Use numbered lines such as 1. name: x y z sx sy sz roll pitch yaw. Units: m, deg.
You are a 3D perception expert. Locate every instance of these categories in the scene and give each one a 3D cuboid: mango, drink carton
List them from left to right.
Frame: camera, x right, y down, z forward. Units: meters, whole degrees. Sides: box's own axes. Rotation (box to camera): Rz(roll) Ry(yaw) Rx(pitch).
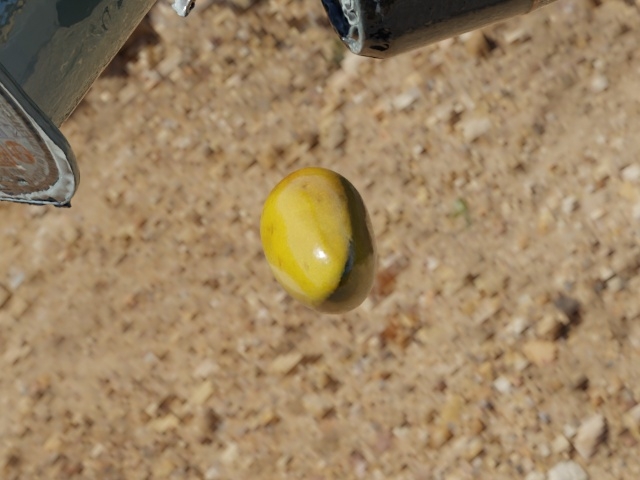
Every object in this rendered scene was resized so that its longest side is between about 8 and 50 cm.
1. drink carton: -0.189 -0.147 0.985 0.185 0.191 0.189 0 50 42
2. mango: 0.000 0.000 1.691 0.113 0.138 0.253 0 15 -10

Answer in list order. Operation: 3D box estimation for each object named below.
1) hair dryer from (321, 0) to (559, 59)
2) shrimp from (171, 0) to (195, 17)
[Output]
1. hair dryer: 0.095 -0.218 0.836 0.189 0.352 0.107 -21 73 -10
2. shrimp: -0.242 -0.276 1.568 0.166 0.410 0.221 -24 80 45
